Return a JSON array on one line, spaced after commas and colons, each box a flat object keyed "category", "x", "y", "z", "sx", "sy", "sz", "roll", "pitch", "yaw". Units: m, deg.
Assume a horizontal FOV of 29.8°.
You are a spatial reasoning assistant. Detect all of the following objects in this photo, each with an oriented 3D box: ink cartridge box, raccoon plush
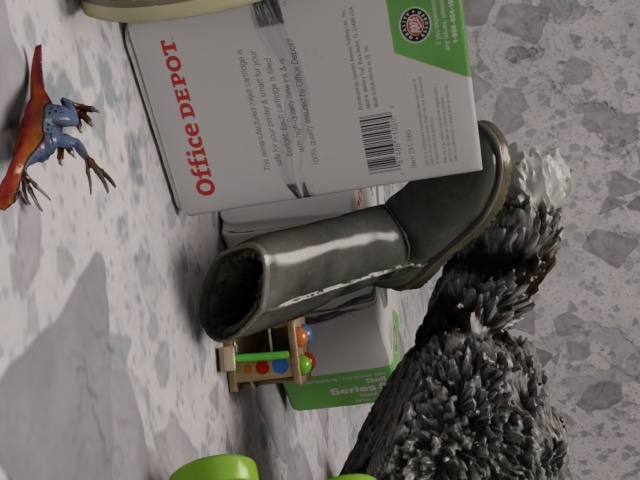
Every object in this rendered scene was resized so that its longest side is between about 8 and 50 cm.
[{"category": "ink cartridge box", "x": 0.000, "y": 0.000, "z": 1.121, "sx": 0.273, "sy": 0.114, "sz": 0.198, "roll": 73, "pitch": 14, "yaw": -48}, {"category": "ink cartridge box", "x": -0.007, "y": -0.118, "z": 0.836, "sx": 0.093, "sy": 0.219, "sz": 0.160, "roll": -90, "pitch": 170, "yaw": -55}, {"category": "raccoon plush", "x": 0.198, "y": 0.180, "z": 0.968, "sx": 0.216, "sy": 0.299, "sz": 0.446, "roll": -78, "pitch": -167, "yaw": -80}]

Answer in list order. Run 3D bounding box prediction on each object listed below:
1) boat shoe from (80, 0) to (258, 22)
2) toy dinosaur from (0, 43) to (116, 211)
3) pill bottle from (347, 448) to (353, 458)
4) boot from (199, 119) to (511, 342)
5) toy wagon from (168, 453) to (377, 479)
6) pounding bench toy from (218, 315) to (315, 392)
[{"category": "boat shoe", "x": -0.025, "y": -0.222, "z": 0.743, "sx": 0.302, "sy": 0.113, "sz": 0.103, "roll": -30, "pitch": 127, "yaw": -32}, {"category": "toy dinosaur", "x": -0.140, "y": -0.046, "z": 0.575, "sx": 0.090, "sy": 0.047, "sz": 0.082, "roll": 51, "pitch": 19, "yaw": 3}, {"category": "pill bottle", "x": 0.072, "y": 0.340, "z": 1.291, "sx": 0.130, "sy": 0.130, "sz": 0.246, "roll": 73, "pitch": 13, "yaw": -50}, {"category": "boot", "x": 0.026, "y": -0.008, "z": 0.891, "sx": 0.076, "sy": 0.208, "sz": 0.190, "roll": 54, "pitch": -49, "yaw": 32}, {"category": "toy wagon", "x": 0.032, "y": 0.273, "z": 0.745, "sx": 0.344, "sy": 0.068, "sz": 0.267, "roll": 18, "pitch": 48, "yaw": -44}, {"category": "pounding bench toy", "x": -0.041, "y": 0.091, "z": 0.952, "sx": 0.083, "sy": 0.065, "sz": 0.052, "roll": -2, "pitch": 86, "yaw": -81}]
